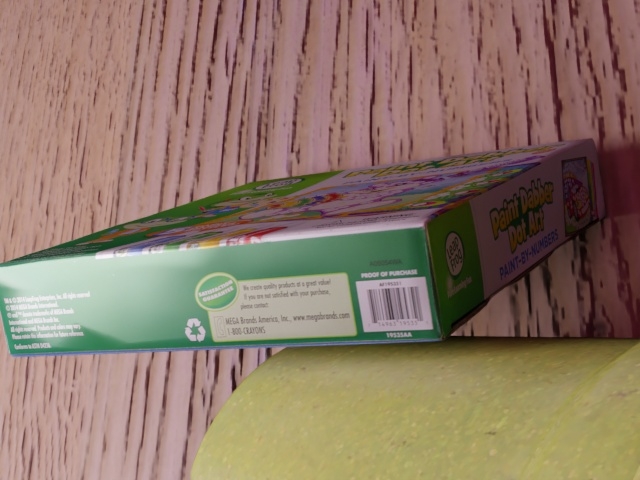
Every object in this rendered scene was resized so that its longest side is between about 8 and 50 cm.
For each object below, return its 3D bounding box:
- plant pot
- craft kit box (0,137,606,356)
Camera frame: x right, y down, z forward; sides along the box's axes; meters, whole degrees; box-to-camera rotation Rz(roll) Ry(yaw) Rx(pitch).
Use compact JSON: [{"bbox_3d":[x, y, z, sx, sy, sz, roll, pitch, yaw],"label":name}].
[{"bbox_3d":[0.082,0.145,0.458,0.254,0.276,0.276,7,72,47],"label":"plant pot"},{"bbox_3d":[0.000,0.000,0.579,0.250,0.247,0.061,-5,97,30],"label":"craft kit box"}]
